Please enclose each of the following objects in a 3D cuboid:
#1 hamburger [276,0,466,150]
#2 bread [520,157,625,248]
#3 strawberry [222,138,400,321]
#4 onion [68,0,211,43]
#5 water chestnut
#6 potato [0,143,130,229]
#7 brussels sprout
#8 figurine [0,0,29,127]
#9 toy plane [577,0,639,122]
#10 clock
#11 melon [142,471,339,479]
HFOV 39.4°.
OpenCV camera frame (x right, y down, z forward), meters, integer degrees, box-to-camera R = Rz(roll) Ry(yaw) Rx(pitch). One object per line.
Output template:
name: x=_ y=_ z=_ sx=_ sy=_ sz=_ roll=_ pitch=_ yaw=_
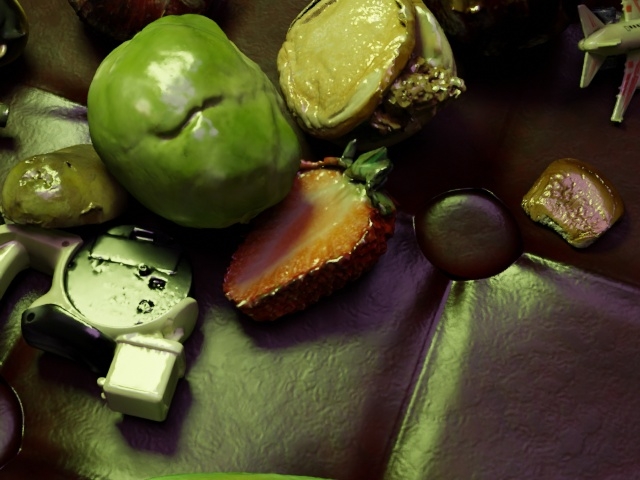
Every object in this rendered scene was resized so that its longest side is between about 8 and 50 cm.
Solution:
hamburger: x=0.064 y=-0.248 z=1.255 sx=0.286 sy=0.146 sz=0.243 roll=12 pitch=86 yaw=39
bread: x=0.359 y=-0.057 z=1.251 sx=0.129 sy=0.044 sz=0.126 roll=41 pitch=69 yaw=17
strawberry: x=0.000 y=0.000 z=1.185 sx=0.286 sy=0.106 sz=0.188 roll=-44 pitch=46 yaw=-8
onion: x=-0.281 y=-0.418 z=1.372 sx=0.246 sy=0.190 sz=0.246 roll=2 pitch=84 yaw=-16
water chestnut: x=0.219 y=-0.429 z=1.330 sx=0.346 sy=0.335 sz=0.335 roll=-16 pitch=54 yaw=31
potato: x=-0.337 y=-0.084 z=1.184 sx=0.164 sy=0.081 sz=0.200 roll=11 pitch=20 yaw=9
brussels sprout: x=-0.162 y=-0.157 z=1.161 sx=0.273 sy=0.243 sz=0.317 roll=25 pitch=27 yaw=-19
figurine: x=-0.530 y=-0.280 z=1.309 sx=0.192 sy=0.167 sz=0.257 roll=4 pitch=81 yaw=-13
toy plane: x=0.464 y=-0.306 z=1.336 sx=0.104 sy=0.242 sz=0.256 roll=6 pitch=20 yaw=43
clock: x=-0.346 y=0.081 z=1.126 sx=0.378 sy=0.120 sz=0.277 roll=8 pitch=54 yaw=3
melon: x=-0.055 y=0.328 z=0.979 sx=0.323 sy=0.124 sz=0.196 roll=12 pitch=57 yaw=12
